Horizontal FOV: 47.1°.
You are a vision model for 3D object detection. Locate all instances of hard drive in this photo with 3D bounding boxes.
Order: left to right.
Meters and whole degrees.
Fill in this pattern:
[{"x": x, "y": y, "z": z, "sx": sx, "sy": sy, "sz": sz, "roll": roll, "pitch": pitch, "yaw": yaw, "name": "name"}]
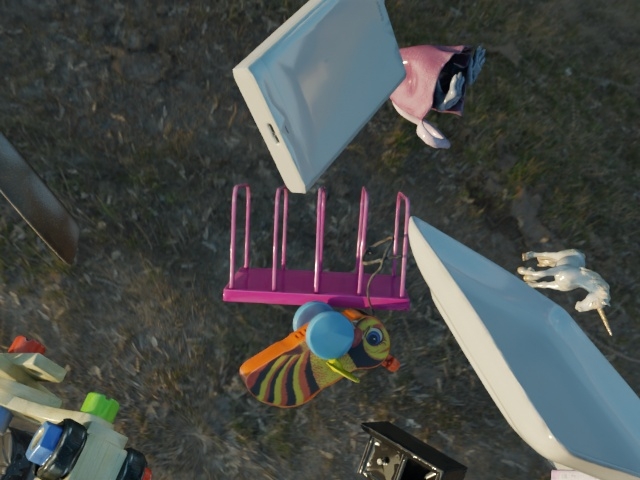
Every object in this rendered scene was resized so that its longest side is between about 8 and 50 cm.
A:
[{"x": 0.013, "y": -0.243, "z": 1.074, "sx": 0.307, "sy": 0.040, "sz": 0.203, "roll": -51, "pitch": 132, "yaw": -33, "name": "hard drive"}]

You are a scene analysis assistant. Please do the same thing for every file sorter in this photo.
[{"x": 0.000, "y": 0.000, "z": 1.225, "sx": 0.291, "sy": 0.202, "sz": 0.182, "roll": 3, "pitch": 98, "yaw": 1, "name": "file sorter"}]

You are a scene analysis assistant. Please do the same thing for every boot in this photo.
[{"x": -0.416, "y": 0.339, "z": 1.057, "sx": 0.223, "sy": 0.338, "sz": 0.118, "roll": 28, "pitch": 65, "yaw": -38, "name": "boot"}]

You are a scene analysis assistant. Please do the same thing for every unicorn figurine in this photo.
[{"x": 0.316, "y": 0.047, "z": 0.952, "sx": 0.111, "sy": 0.060, "sz": 0.162, "roll": -2, "pitch": 34, "yaw": 22, "name": "unicorn figurine"}]

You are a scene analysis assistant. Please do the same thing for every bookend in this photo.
[{"x": 0.115, "y": 0.376, "z": 1.101, "sx": 0.157, "sy": 0.072, "sz": 0.156, "roll": 23, "pitch": 96, "yaw": 41, "name": "bookend"}]

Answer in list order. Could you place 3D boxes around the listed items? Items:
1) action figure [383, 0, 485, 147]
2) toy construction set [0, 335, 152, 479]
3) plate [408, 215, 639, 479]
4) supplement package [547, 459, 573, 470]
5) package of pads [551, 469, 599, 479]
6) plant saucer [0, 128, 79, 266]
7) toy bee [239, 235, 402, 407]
[{"x": 0.132, "y": -0.342, "z": 1.498, "sx": 0.370, "sy": 0.248, "sz": 0.275, "roll": 14, "pitch": 96, "yaw": 24, "name": "action figure"}, {"x": -0.251, "y": 0.236, "z": 0.594, "sx": 0.151, "sy": 0.215, "sz": 0.327, "roll": 21, "pitch": 63, "yaw": -30, "name": "toy construction set"}, {"x": 0.207, "y": 0.119, "z": 0.666, "sx": 0.278, "sy": 0.277, "sz": 0.045, "roll": 28, "pitch": 113, "yaw": -35, "name": "plate"}, {"x": 0.393, "y": 0.282, "z": 1.030, "sx": 0.105, "sy": 0.179, "sz": 0.105, "roll": -36, "pitch": 51, "yaw": -13, "name": "supplement package"}, {"x": 0.333, "y": 0.301, "z": 0.910, "sx": 0.083, "sy": 0.050, "sz": 0.032, "roll": -10, "pitch": 64, "yaw": 31, "name": "package of pads"}, {"x": -0.300, "y": -0.061, "z": 0.729, "sx": 0.036, "sy": 0.198, "sz": 0.198, "roll": -40, "pitch": 85, "yaw": -14, "name": "plant saucer"}, {"x": 0.038, "y": 0.160, "z": 1.089, "sx": 0.298, "sy": 0.195, "sz": 0.162, "roll": -36, "pitch": 105, "yaw": 12, "name": "toy bee"}]
